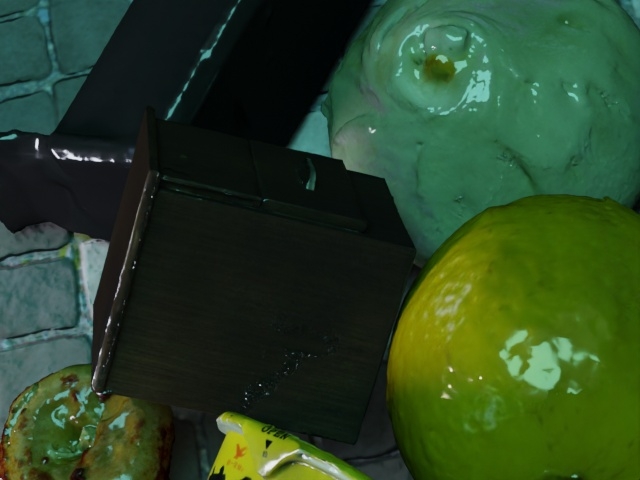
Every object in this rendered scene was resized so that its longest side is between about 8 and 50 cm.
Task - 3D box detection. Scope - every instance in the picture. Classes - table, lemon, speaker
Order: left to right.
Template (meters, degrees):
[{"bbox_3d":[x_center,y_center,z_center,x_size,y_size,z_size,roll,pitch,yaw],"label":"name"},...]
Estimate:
[{"bbox_3d":[-0.112,-0.164,1.511,0.184,0.180,0.388,21,69,25],"label":"speaker"},{"bbox_3d":[-0.051,0.020,1.313,0.193,0.169,0.172,14,107,-11],"label":"table"},{"bbox_3d":[0.170,0.094,1.271,0.260,0.260,0.284,25,26,21],"label":"lemon"}]

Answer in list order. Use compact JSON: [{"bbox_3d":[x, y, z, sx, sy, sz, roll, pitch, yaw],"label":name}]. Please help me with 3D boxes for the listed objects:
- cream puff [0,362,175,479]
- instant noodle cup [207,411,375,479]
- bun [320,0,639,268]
[{"bbox_3d":[-0.175,0.167,1.402,0.149,0.084,0.149,-3,60,5],"label":"cream puff"},{"bbox_3d":[0.014,0.296,1.191,0.325,0.325,0.254,26,80,21],"label":"instant noodle cup"},{"bbox_3d":[0.136,-0.119,1.439,0.283,0.179,0.283,-3,61,6],"label":"bun"}]
